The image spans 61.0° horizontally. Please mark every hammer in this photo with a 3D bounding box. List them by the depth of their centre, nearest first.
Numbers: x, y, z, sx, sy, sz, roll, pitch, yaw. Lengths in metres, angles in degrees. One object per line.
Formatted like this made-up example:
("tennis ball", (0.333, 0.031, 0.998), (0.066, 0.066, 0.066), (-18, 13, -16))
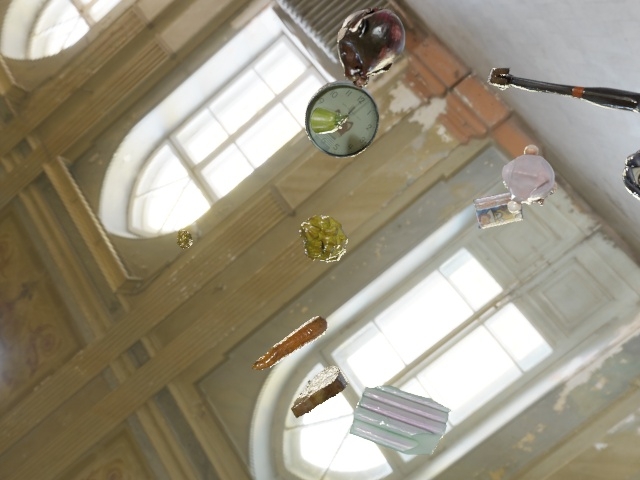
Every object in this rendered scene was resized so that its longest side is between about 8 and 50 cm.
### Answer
("hammer", (0.464, -0.292, 1.046), (0.290, 0.037, 0.137), (21, -162, 29))

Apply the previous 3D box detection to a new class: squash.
("squash", (0.045, -0.435, 1.995), (0.132, 0.105, 0.105), (16, 161, 40))

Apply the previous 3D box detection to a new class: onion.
("onion", (0.182, -0.675, 1.842), (0.221, 0.281, 0.281), (18, -159, -26))

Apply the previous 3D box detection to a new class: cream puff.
("cream puff", (0.000, 0.000, 1.542), (0.116, 0.146, 0.146), (-23, -111, -46))
("cream puff", (-0.543, -0.004, 2.178), (0.058, 0.083, 0.083), (14, -122, -26))

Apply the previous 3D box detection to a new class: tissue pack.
("tissue pack", (0.611, -0.104, 1.862), (0.115, 0.155, 0.065), (59, -158, -50))

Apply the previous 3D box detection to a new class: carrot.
("carrot", (-0.081, 0.286, 1.496), (0.059, 0.248, 0.059), (48, 157, 28))

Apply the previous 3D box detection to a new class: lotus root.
("lotus root", (0.013, 0.539, 1.973), (0.074, 0.170, 0.260), (63, -157, -1))

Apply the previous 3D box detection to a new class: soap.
("soap", (0.205, 0.461, 1.385), (0.230, 0.091, 0.145), (17, -152, 13))

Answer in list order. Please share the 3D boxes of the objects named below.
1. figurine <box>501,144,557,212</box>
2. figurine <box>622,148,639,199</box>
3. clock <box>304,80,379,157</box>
("figurine", (0.607, -0.169, 1.562), (0.133, 0.200, 0.276), (19, -174, 29))
("figurine", (0.914, -0.158, 1.412), (0.197, 0.175, 0.265), (45, -162, -31))
("clock", (0.089, -0.510, 2.303), (0.325, 0.325, 0.067), (49, -166, -15))
